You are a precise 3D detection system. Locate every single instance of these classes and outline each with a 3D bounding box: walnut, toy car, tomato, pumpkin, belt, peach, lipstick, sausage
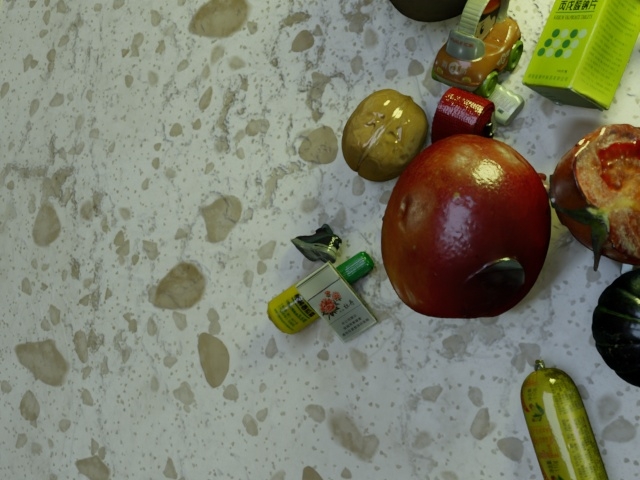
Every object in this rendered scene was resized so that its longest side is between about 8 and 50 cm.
[{"bbox_3d":[0.153,-0.253,1.485,0.193,0.193,0.225,30,95,27],"label":"walnut"},{"bbox_3d":[0.351,-0.458,1.358,0.145,0.235,0.235,30,98,27],"label":"toy car"},{"bbox_3d":[0.586,-0.087,1.228,0.170,0.309,0.308,161,109,-68],"label":"tomato"},{"bbox_3d":[0.654,0.170,1.160,0.250,0.216,0.249,0,88,1],"label":"pumpkin"},{"bbox_3d":[0.332,-0.245,1.382,0.124,0.201,0.128,29,72,25],"label":"belt"},{"bbox_3d":[0.302,-0.002,1.265,0.310,0.335,0.405,-109,37,-60],"label":"peach"},{"bbox_3d":[0.637,0.082,1.279,0.025,0.025,0.107,9,94,28],"label":"lipstick"},{"bbox_3d":[0.501,0.416,1.259,0.123,0.123,0.347,-21,75,24],"label":"sausage"}]

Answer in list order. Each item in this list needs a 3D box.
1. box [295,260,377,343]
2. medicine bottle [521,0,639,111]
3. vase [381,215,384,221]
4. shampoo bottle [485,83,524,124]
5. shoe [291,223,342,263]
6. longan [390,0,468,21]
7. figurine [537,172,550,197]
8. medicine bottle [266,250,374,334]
[{"bbox_3d":[0.039,0.156,1.524,0.109,0.029,0.198,-36,102,17],"label":"box"},{"bbox_3d":[0.558,-0.416,1.291,0.137,0.141,0.250,33,105,60],"label":"medicine bottle"},{"bbox_3d":[0.193,-0.023,1.508,0.053,0.053,0.100,-38,65,19],"label":"vase"},{"bbox_3d":[0.398,-0.339,1.438,0.152,0.045,0.077,43,106,23],"label":"shampoo bottle"},{"bbox_3d":[0.000,0.000,1.599,0.169,0.071,0.099,14,63,50],"label":"shoe"},{"bbox_3d":[0.256,-0.690,1.401,0.361,0.361,0.360,-3,83,27],"label":"longan"},{"bbox_3d":[0.473,-0.105,1.362,0.083,0.067,0.071,-43,46,34],"label":"figurine"},{"bbox_3d":[0.003,0.129,1.576,0.309,0.076,0.111,-36,104,16],"label":"medicine bottle"}]
